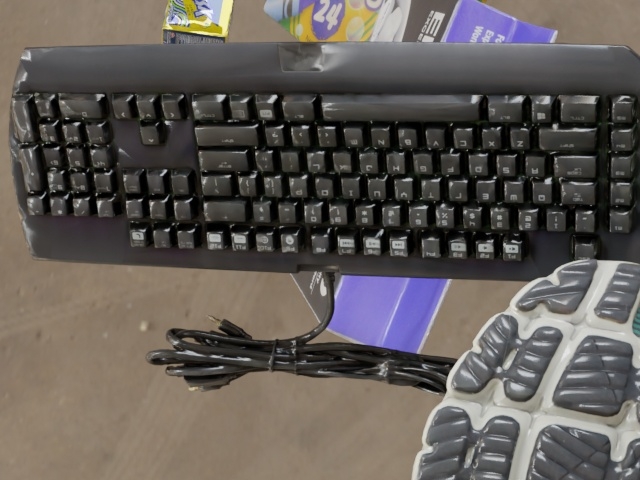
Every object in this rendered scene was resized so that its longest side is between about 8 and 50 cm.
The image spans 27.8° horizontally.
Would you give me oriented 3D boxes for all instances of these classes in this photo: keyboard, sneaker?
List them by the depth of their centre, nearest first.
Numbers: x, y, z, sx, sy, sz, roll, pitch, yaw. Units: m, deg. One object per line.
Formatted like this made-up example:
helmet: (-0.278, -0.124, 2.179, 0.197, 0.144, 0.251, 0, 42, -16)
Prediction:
sneaker: (0.080, 0.139, 0.529, 0.107, 0.110, 0.275, 18, 89, 8)
keyboard: (0.000, 0.000, 0.636, 0.317, 0.033, 0.201, 2, 119, 16)

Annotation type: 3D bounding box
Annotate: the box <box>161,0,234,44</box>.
box: (-0.106, -0.152, 1.095, 0.054, 0.059, 0.169, 9, 154, -5)

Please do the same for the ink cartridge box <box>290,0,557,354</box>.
ink cartridge box: (0.047, -0.046, 0.767, 0.045, 0.208, 0.206, 19, 99, -17)

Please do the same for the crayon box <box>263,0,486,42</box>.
crayon box: (0.087, -0.305, 1.178, 0.083, 0.203, 0.323, 11, 114, -40)
